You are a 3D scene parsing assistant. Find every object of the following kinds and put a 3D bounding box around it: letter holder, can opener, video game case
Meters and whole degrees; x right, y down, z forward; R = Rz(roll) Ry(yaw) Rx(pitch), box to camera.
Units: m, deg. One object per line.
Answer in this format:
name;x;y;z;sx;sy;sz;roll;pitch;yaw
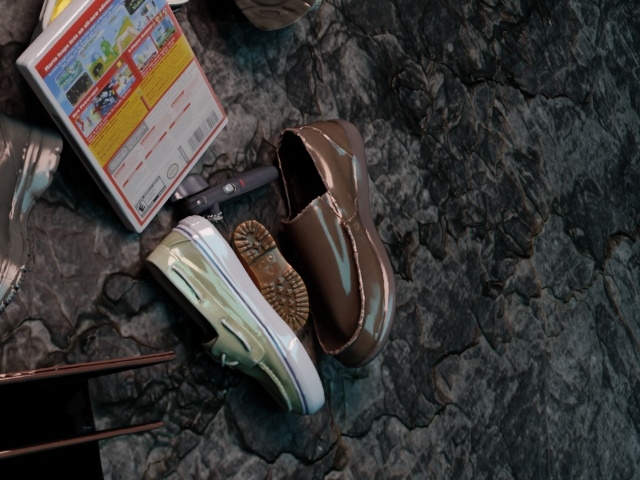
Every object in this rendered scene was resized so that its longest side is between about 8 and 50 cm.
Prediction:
letter holder;-0.298;0.206;1.090;0.302;0.214;0.152;-3;78;-45
can opener;-0.120;-0.068;1.467;0.186;0.059;0.073;-22;92;-45
video game case;-0.221;-0.172;1.310;0.204;0.025;0.285;-55;144;-25

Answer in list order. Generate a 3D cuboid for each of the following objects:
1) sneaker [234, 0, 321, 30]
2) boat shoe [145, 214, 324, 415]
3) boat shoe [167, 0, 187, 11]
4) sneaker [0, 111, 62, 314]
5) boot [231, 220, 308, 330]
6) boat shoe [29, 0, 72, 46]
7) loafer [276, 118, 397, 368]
sneaker;-0.101;-0.478;1.543;0.182;0.158;0.410;-12;82;-76
boat shoe;-0.109;0.111;1.405;0.094;0.109;0.302;-39;101;-20
boat shoe;-0.234;-0.317;1.452;0.125;0.038;0.046;-11;79;-25
sneaker;-0.373;-0.021;1.188;0.130;0.109;0.286;26;50;-29
boot;-0.068;0.046;1.462;0.059;0.084;0.158;-28;95;-14
boat shoe;-0.253;-0.349;1.344;0.136;0.156;0.367;26;59;-7
loafer;0.000;0.000;1.525;0.130;0.134;0.366;7;62;-38
